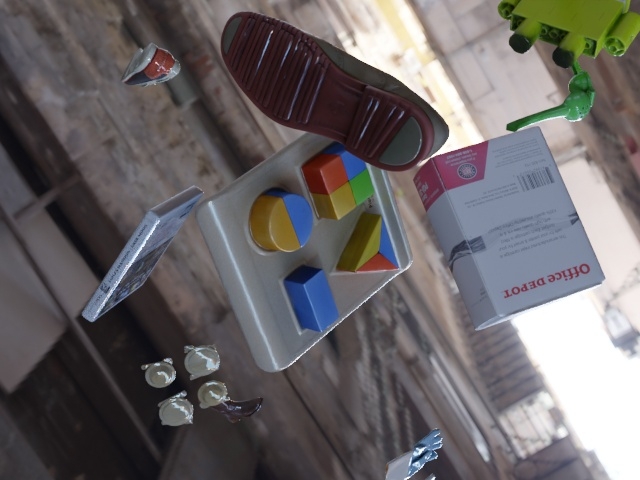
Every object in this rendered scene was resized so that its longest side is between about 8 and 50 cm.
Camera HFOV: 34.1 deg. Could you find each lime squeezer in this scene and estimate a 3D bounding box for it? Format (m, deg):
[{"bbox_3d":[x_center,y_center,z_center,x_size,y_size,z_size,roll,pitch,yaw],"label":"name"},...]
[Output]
[{"bbox_3d":[0.436,-0.260,1.859,0.110,0.058,0.310,4,-142,31],"label":"lime squeezer"}]

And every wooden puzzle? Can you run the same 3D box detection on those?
[{"bbox_3d":[0.000,0.000,1.669,0.348,0.322,0.081,-35,-150,-29],"label":"wooden puzzle"}]

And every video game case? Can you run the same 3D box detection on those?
[{"bbox_3d":[-0.236,0.013,1.404,0.173,0.022,0.190,-55,179,16],"label":"video game case"}]

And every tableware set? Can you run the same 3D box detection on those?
[{"bbox_3d":[-0.246,0.268,1.938,0.141,0.168,0.020,-17,-151,-7],"label":"tableware set"}]

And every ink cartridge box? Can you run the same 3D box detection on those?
[{"bbox_3d":[0.303,-0.019,1.702,0.207,0.282,0.117,-17,167,-17],"label":"ink cartridge box"}]

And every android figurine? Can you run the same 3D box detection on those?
[{"bbox_3d":[0.454,-0.415,1.886,0.248,0.056,0.273,22,-126,22],"label":"android figurine"}]

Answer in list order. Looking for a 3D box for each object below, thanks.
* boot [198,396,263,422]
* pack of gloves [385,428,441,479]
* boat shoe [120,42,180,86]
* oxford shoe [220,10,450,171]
[{"bbox_3d":[-0.199,0.352,2.305,0.106,0.114,0.037,-35,-146,21],"label":"boot"},{"bbox_3d":[0.149,0.459,1.974,0.046,0.195,0.232,21,-159,29],"label":"pack of gloves"},{"bbox_3d":[-0.209,-0.210,1.278,0.137,0.043,0.049,1,-114,66],"label":"boat shoe"},{"bbox_3d":[0.017,-0.202,1.416,0.130,0.348,0.123,-21,143,-59],"label":"oxford shoe"}]
